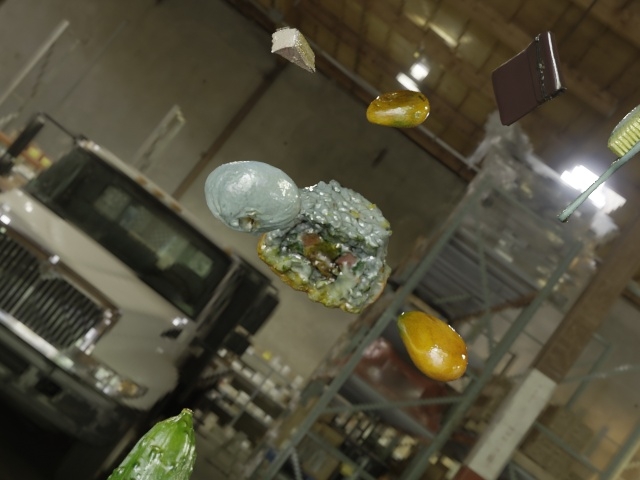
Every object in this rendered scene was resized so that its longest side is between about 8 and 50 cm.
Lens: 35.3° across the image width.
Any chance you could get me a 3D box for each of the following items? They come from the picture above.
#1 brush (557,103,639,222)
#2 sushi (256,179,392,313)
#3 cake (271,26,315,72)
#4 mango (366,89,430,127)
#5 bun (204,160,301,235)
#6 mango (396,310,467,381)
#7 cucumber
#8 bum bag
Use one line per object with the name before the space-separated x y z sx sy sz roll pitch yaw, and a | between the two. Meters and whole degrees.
brush | 0.484 -0.145 1.656 0.060 0.297 0.068 45 28 5
sushi | 0.000 0.000 1.740 0.274 0.184 0.139 30 30 -3
cake | -0.050 -0.392 2.085 0.065 0.052 0.121 -6 -21 25
mango | 0.138 -0.232 1.792 0.057 0.114 0.079 77 2 -49
bun | -0.098 -0.051 1.406 0.140 0.083 0.141 7 -21 3
mango | 0.223 0.206 1.980 0.115 0.089 0.165 -5 43 -33
cucumber | -0.273 0.387 1.672 0.134 0.244 0.134 21 -27 11
bum bag | 0.338 -0.264 1.657 0.026 0.109 0.159 0 -18 -31
